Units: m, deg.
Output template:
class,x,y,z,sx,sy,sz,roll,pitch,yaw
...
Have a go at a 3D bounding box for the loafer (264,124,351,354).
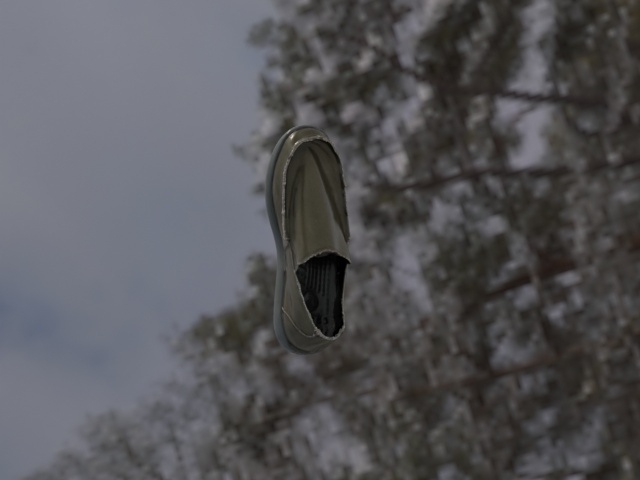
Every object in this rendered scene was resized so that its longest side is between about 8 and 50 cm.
class,x,y,z,sx,sy,sz,roll,pitch,yaw
loafer,0.000,0.000,2.022,0.094,0.087,0.251,-5,-86,-30
